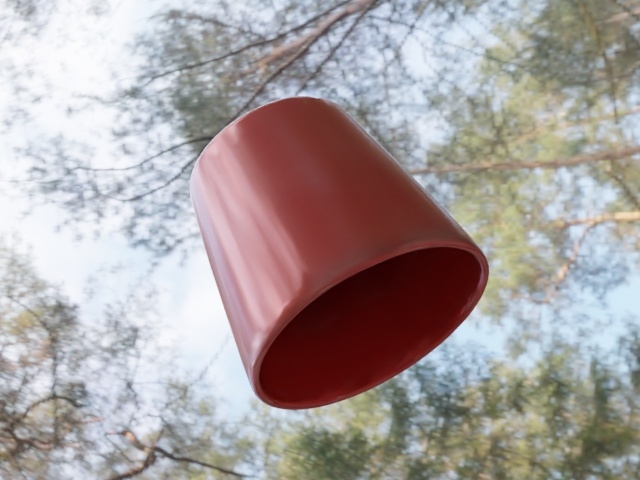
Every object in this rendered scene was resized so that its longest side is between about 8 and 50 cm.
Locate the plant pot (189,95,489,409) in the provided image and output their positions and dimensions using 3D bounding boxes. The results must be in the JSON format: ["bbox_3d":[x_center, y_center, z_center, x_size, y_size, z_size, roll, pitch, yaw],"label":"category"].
[{"bbox_3d":[0.000,0.000,1.192,0.275,0.275,0.243,-11,-124,-32],"label":"plant pot"}]
